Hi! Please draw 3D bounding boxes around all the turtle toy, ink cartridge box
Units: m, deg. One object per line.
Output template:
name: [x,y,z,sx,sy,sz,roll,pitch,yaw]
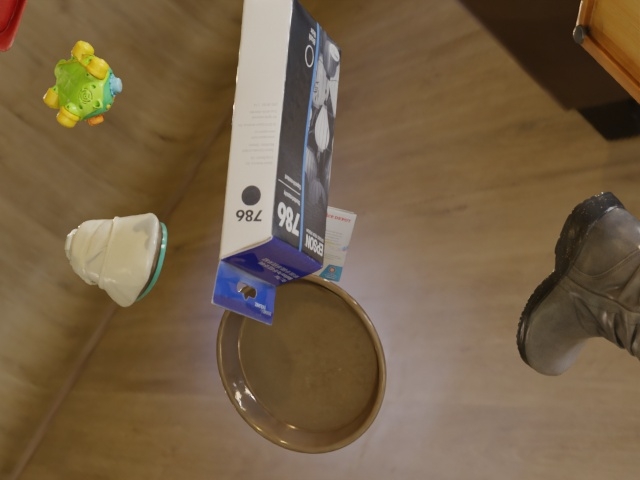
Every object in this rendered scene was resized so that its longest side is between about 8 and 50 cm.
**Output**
turtle toy: [-0.293,-0.194,1.336,0.095,0.066,0.130,-55,45,13]
ink cartridge box: [-0.041,-0.080,1.160,0.065,0.165,0.333,2,80,20]
ink cartridge box: [0.000,0.000,1.837,0.052,0.088,0.122,22,98,60]

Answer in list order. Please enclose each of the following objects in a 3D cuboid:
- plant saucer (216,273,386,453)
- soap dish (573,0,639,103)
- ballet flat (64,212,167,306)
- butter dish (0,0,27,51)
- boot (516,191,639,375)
plant saucer: [-0.026,0.177,1.581,0.278,0.278,0.041,-38,-7,27]
soap dish: [0.409,-0.266,1.235,0.291,0.118,0.229,-115,23,-49]
ballet flat: [-0.319,0.023,1.609,0.139,0.139,0.400,-56,11,-10]
butter dish: [-0.476,-0.351,1.421,0.160,0.160,0.118,-68,-17,9]
boot: [0.397,0.122,1.467,0.118,0.338,0.223,-20,49,-25]
